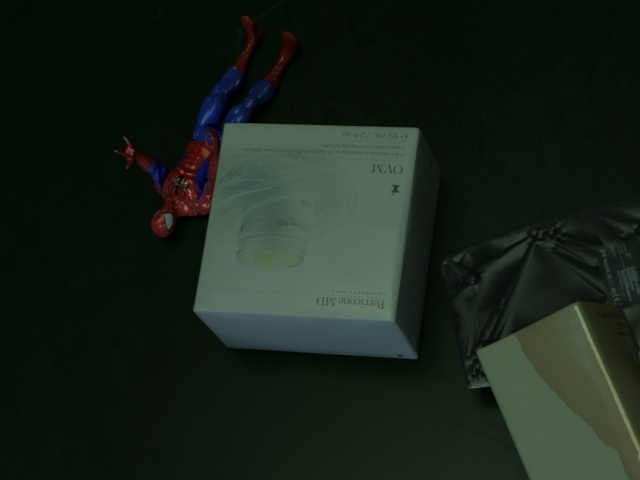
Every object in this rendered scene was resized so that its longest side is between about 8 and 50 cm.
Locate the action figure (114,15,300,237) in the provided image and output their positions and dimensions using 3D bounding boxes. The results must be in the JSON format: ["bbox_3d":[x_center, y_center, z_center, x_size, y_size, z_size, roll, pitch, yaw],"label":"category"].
[{"bbox_3d":[-0.132,-0.138,2.098,0.091,0.139,0.280,22,78,23],"label":"action figure"}]

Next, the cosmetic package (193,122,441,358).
[{"bbox_3d":[0.000,0.000,2.003,0.224,0.138,0.224,2,71,16],"label":"cosmetic package"}]

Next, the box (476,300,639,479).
[{"bbox_3d":[0.284,0.225,1.792,0.121,0.148,0.311,-29,75,22],"label":"box"}]

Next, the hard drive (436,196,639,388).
[{"bbox_3d":[0.265,0.060,1.953,0.255,0.054,0.172,-16,65,9],"label":"hard drive"}]

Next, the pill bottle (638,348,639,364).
[{"bbox_3d":[0.510,0.032,1.779,0.408,0.229,0.229,-42,64,-12],"label":"pill bottle"}]
